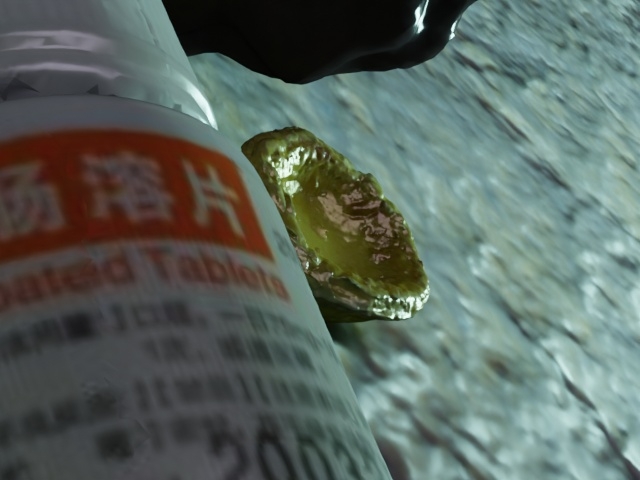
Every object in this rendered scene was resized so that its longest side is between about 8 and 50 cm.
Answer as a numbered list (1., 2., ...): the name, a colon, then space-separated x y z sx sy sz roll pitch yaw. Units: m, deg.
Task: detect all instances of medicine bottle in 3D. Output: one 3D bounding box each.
1. medicine bottle: -0.064 0.042 0.390 0.144 0.144 0.252 19 37 -44

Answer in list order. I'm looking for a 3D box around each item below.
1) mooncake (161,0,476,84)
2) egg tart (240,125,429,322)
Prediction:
1. mooncake: -0.017 -0.198 0.630 0.283 0.283 0.141 34 30 -26
2. egg tart: 0.000 0.000 0.652 0.105 0.039 0.105 35 29 -23
